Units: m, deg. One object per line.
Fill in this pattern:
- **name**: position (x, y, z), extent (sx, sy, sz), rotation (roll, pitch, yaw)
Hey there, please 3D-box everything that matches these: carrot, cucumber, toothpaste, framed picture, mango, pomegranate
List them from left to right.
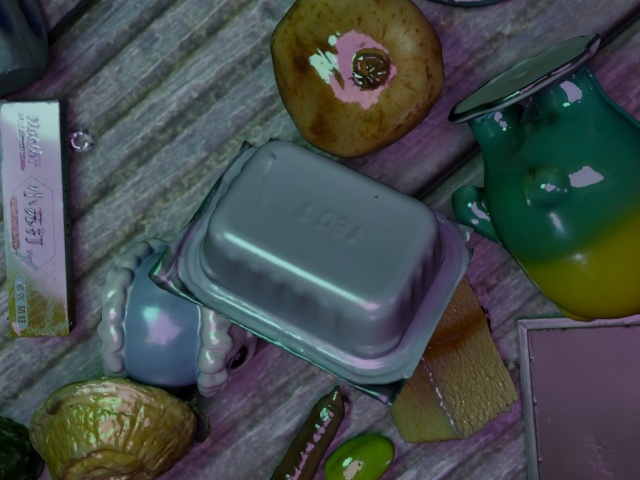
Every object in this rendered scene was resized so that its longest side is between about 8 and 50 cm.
- **cucumber**: position (-0.459, 0.314, 1.125), extent (0.134, 0.244, 0.134), rotation (0, 93, 2)
- **toothpaste**: position (-0.374, -0.030, 1.154), extent (0.089, 0.071, 0.312), rotation (0, 99, -3)
- **carrot**: position (-0.049, 0.353, 1.214), extent (0.070, 0.070, 0.342), rotation (30, 97, -4)
- **pomegranate**: position (0.041, -0.203, 1.049), extent (0.215, 0.215, 0.215), rotation (0, 99, 1)
- **mango**: position (0.055, 0.311, 1.211), extent (0.108, 0.056, 0.073), rotation (-31, 102, -7)
- **framed picture**: position (0.384, 0.230, 1.193), extent (0.217, 0.017, 0.274), rotation (-2, 100, 13)

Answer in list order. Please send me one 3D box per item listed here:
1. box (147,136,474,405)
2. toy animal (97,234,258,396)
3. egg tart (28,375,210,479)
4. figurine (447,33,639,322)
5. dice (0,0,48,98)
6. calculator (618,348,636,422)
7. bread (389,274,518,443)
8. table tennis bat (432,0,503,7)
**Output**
- **box**: position (0.000, 0.000, 1.041), extent (0.337, 0.106, 0.264), rotation (25, 65, 12)
- **toy animal**: position (-0.181, 0.107, 1.130), extent (0.204, 0.156, 0.208), rotation (6, 103, 3)
- **egg tart**: position (-0.270, 0.268, 1.134), extent (0.252, 0.098, 0.232), rotation (-17, 138, 16)
- **figurine**: position (0.319, -0.054, 1.059), extent (0.324, 0.231, 0.340), rotation (-25, 104, 35)
- **dice**: position (-0.496, -0.274, 1.014), extent (0.268, 0.264, 0.262), rotation (-20, 98, 4)
- **calculator**: position (0.492, 0.196, 1.194), extent (0.191, 0.034, 0.126), rotation (5, 99, 8)
- **bread**: position (0.139, 0.136, 1.157), extent (0.178, 0.142, 0.266), rotation (-24, 89, 17)
- **table tennis bat**: position (0.160, -0.389, 1.105), extent (0.329, 0.044, 0.215), rotation (-25, 99, 3)
